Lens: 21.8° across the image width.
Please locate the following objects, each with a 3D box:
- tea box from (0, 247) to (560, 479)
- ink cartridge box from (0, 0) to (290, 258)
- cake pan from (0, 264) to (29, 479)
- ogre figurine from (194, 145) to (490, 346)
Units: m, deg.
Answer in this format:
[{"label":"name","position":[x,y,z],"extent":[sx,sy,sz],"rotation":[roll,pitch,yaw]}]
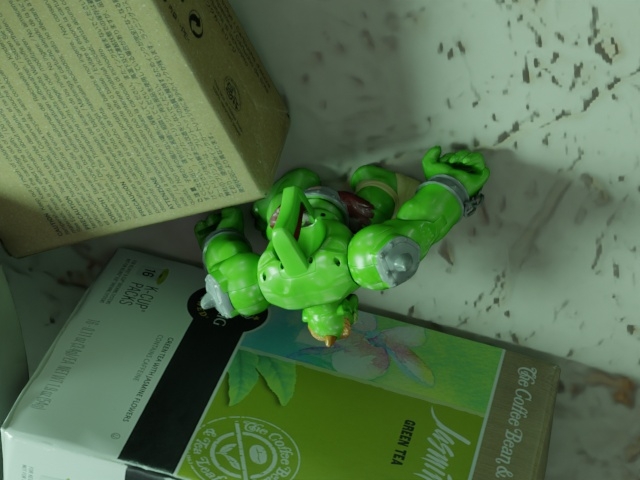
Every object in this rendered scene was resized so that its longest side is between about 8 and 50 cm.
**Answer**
[{"label":"tea box","position":[-0.035,0.228,1.129],"extent":[0.323,0.220,0.329],"rotation":[13,124,7]},{"label":"ink cartridge box","position":[-0.154,-0.115,1.009],"extent":[0.193,0.088,0.234],"rotation":[-11,128,23]},{"label":"cake pan","position":[-0.285,0.074,1.121],"extent":[0.293,0.054,0.293],"rotation":[17,114,45]},{"label":"ogre figurine","position":[0.000,0.000,1.040],"extent":[0.197,0.118,0.097],"rotation":[6,122,13]}]
